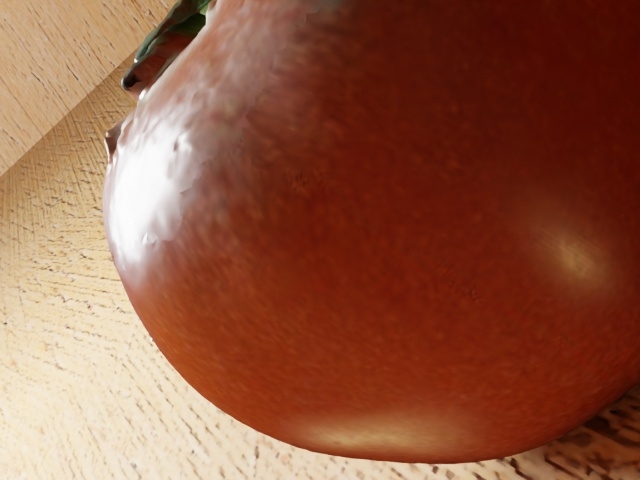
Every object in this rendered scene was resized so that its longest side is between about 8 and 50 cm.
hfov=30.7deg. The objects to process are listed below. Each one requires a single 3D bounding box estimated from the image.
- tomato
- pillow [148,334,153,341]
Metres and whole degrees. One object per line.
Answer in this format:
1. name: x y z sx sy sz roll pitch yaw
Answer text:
1. tomato: 0.055 -0.053 0.565 0.341 0.272 0.341 -50 13 16
2. pillow: 0.000 0.000 0.795 0.148 0.050 0.230 20 63 37
